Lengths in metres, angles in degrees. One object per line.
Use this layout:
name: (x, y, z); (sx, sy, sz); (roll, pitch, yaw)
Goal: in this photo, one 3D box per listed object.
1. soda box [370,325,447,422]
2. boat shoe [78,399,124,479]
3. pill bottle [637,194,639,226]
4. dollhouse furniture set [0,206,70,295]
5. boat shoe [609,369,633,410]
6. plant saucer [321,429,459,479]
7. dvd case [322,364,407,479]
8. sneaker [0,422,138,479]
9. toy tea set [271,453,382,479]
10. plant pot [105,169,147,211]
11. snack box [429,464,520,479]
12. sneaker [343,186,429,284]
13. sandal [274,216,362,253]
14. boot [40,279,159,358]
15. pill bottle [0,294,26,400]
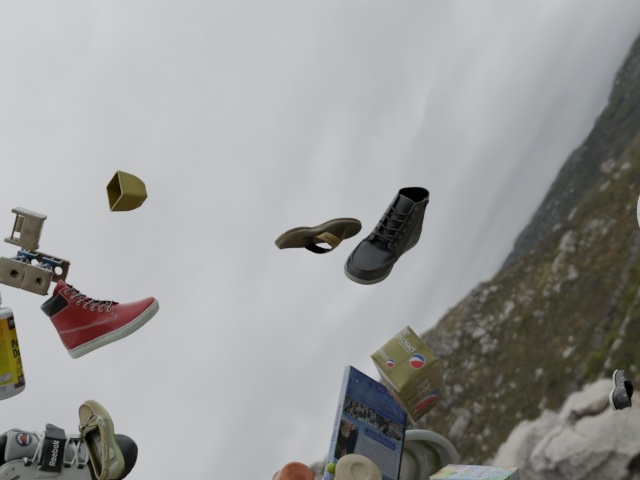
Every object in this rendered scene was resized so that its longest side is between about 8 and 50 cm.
soda box: (0.115, 0.173, 0.917); (0.061, 0.058, 0.181); (-38, -28, -6)
boat shoe: (-0.397, 0.351, 1.279); (0.056, 0.153, 0.048); (-37, -25, 20)
pill bottle: (0.650, -0.038, 1.137); (0.162, 0.279, 0.162); (-175, 90, -67)
dollhouse furniture set: (-0.679, 0.019, 1.752); (0.129, 0.129, 0.183); (-85, 13, -79)
boat shoe: (0.634, 0.310, 1.511); (0.042, 0.048, 0.133); (-22, 8, 32)
plant saucer: (0.127, 0.569, 1.657); (0.401, 0.100, 0.400); (-13, -56, -21)
dvd case: (0.095, 0.396, 1.424); (0.022, 0.180, 0.253); (-27, 39, 42)
sneaker: (-0.502, 0.399, 1.306); (0.331, 0.122, 0.146); (-9, -46, -12)
toy tea set: (0.063, 0.495, 1.240); (0.200, 0.336, 0.124); (-27, -35, -47)
plant pot: (-0.501, -0.124, 1.888); (0.083, 0.081, 0.081); (8, -37, -39)
snack box: (0.285, 0.444, 1.335); (0.100, 0.141, 0.037); (1, -97, -59)
sneaker: (0.118, -0.016, 1.299); (0.222, 0.083, 0.118); (-41, -29, -45)
sandal: (0.000, 0.000, 1.334); (0.180, 0.049, 0.072); (-11, -25, -33)
boot: (-0.506, 0.146, 1.649); (0.244, 0.176, 0.088); (-25, 15, 5)
pill bottle: (-0.661, 0.207, 1.433); (0.117, 0.117, 0.214); (-20, -78, -68)
